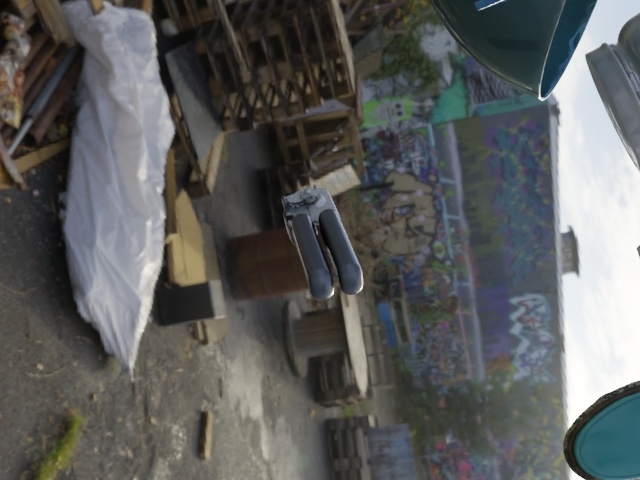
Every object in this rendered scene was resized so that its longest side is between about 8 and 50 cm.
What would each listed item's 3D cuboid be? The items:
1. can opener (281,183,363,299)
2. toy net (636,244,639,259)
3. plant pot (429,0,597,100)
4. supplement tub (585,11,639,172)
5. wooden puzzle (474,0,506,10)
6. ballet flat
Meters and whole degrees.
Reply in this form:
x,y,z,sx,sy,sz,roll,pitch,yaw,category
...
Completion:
x,y,z,sx,sy,sz,roll,pitch,yaw,category
0.000,0.000,0.918,0.280,0.074,0.093,-113,-167,-63,can opener
0.583,0.102,1.068,0.232,0.122,0.045,49,8,15,toy net
0.252,-0.351,0.864,0.290,0.195,0.290,-51,156,-34,plant pot
0.573,-0.254,0.946,0.235,0.324,0.235,48,27,-35,supplement tub
0.159,-0.169,0.413,0.116,0.078,0.014,-9,-75,58,wooden puzzle
0.646,0.300,1.219,0.182,0.482,0.164,104,-38,-86,ballet flat
